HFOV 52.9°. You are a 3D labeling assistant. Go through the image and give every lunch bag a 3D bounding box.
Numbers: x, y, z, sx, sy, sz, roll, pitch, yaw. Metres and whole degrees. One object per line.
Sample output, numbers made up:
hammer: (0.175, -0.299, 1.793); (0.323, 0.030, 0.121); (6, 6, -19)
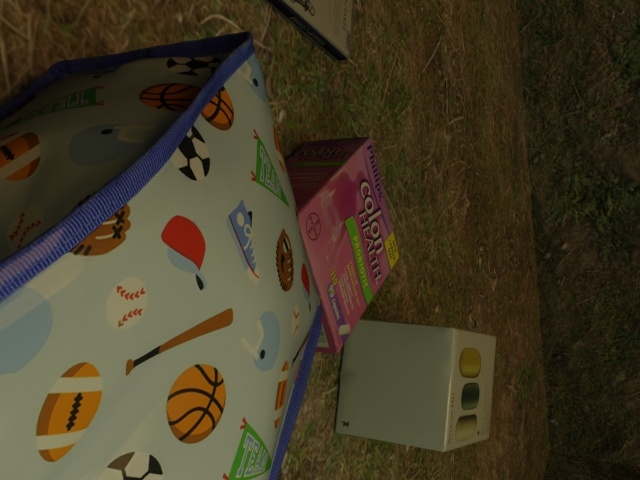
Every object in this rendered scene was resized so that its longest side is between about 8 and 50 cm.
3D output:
lunch bag: (-0.155, 0.068, 0.488); (0.385, 0.239, 0.327); (-77, 156, -52)

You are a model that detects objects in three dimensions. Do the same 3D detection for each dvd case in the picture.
dvd case: (-0.012, -0.405, 0.979); (0.239, 0.030, 0.179); (19, 74, -59)

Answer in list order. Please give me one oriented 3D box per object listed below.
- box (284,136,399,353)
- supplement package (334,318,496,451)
box: (0.000, 0.000, 0.921); (0.243, 0.117, 0.213); (-51, 133, -48)
supplement package: (0.180, 0.253, 1.157); (0.263, 0.198, 0.199); (20, 74, -58)
